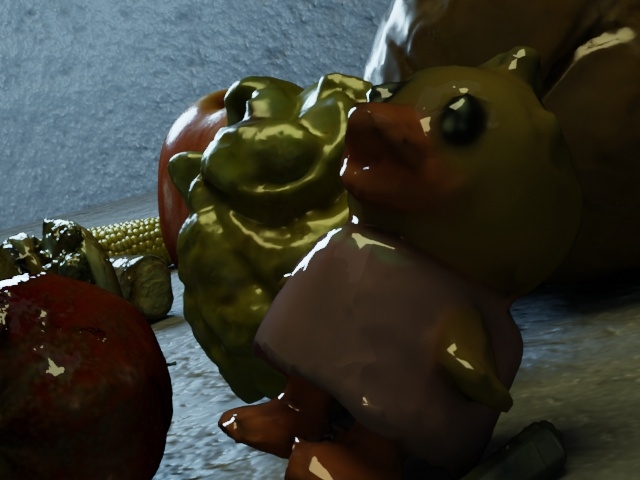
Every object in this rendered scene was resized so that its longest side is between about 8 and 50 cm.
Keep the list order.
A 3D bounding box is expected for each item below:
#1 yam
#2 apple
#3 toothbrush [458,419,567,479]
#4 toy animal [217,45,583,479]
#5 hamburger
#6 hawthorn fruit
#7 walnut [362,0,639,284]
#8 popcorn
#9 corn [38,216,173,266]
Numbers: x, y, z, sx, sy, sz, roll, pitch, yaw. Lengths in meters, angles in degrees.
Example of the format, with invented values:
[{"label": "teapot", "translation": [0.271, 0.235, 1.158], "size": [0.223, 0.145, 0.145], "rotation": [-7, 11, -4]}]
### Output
[{"label": "yam", "translation": [-0.288, 0.057, 1.639], "size": [0.081, 0.081, 0.357], "rotation": [-20, 10, -33]}, {"label": "apple", "translation": [-0.080, -0.061, 1.507], "size": [0.242, 0.241, 0.242], "rotation": [-12, 7, 1]}, {"label": "toothbrush", "translation": [0.038, 0.157, 0.645], "size": [0.297, 0.030, 0.030], "rotation": [-24, 3, -44]}, {"label": "toy animal", "translation": [0.064, 0.016, 0.760], "size": [0.169, 0.281, 0.195], "rotation": [14, 6, -42]}, {"label": "hamburger", "translation": [-0.285, 0.049, 1.431], "size": [0.131, 0.159, 0.185], "rotation": [-15, -11, -24]}, {"label": "hawthorn fruit", "translation": [-0.173, 0.111, 0.887], "size": [0.181, 0.181, 0.235], "rotation": [-10, -3, 26]}, {"label": "walnut", "translation": [0.226, -0.134, 1.180], "size": [0.398, 0.354, 0.308], "rotation": [-26, -15, -47]}, {"label": "popcorn", "translation": [0.000, 0.000, 0.974], "size": [0.242, 0.235, 0.250], "rotation": [-2, 47, 41]}, {"label": "corn", "translation": [-0.317, 0.023, 1.865], "size": [0.260, 0.091, 0.091], "rotation": [-12, 26, -10]}]
